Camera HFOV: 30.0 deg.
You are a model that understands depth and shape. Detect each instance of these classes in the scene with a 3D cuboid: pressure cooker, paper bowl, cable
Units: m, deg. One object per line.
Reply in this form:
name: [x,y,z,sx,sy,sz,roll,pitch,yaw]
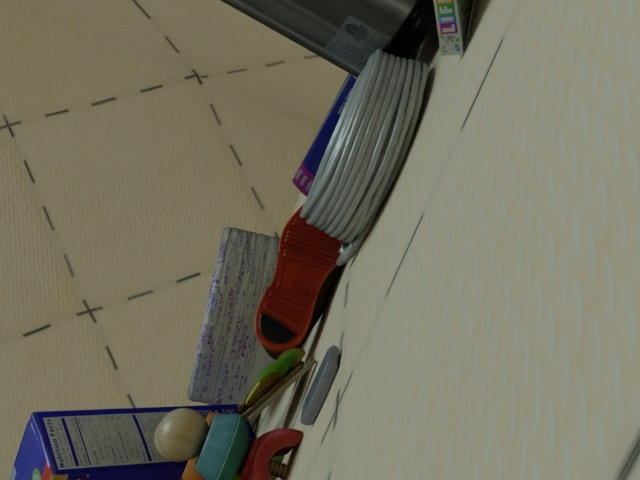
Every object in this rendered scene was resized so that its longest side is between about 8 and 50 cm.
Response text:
pressure cooker: [-0.002,-0.468,1.679,0.370,0.420,0.375,-59,10,22]
paper bowl: [-0.114,0.129,1.904,0.284,0.148,0.284,-168,90,-84]
cable: [0.058,-0.125,1.573,0.257,0.089,0.257,118,173,-57]

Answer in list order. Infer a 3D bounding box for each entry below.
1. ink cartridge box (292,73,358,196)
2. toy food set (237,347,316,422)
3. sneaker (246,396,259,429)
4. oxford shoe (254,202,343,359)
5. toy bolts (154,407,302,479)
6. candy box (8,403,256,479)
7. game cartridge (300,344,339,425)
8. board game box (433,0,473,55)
ink cartridge box: [0.051,-0.218,1.991,0.330,0.071,0.324,-60,1,-35]
toy food set: [-0.071,0.194,1.601,0.132,0.038,0.192,-41,-3,-14]
sneaker: [-0.178,0.353,2.045,0.151,0.094,0.256,-61,8,16]
oxford shoe: [-0.019,0.045,1.699,0.271,0.097,0.098,-62,-13,-20]
toy bolts: [-0.137,0.288,1.424,0.228,0.158,0.218,119,172,-60]
candy box: [-0.270,0.364,1.662,0.122,0.317,0.268,58,134,43]
game cartridge: [0.000,0.163,1.328,0.056,0.017,0.083,-69,2,-71]
board game box: [0.150,-0.291,1.352,0.154,0.026,0.103,-73,-25,-52]
